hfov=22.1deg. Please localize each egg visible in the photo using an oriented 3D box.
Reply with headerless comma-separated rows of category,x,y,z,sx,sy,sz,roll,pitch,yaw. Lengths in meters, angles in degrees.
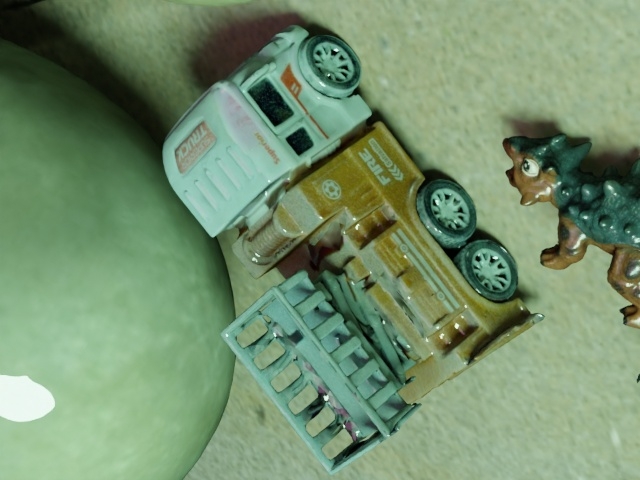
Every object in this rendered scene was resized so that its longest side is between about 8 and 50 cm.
egg,-0.200,0.021,0.825,0.352,0.258,0.258,29,133,24

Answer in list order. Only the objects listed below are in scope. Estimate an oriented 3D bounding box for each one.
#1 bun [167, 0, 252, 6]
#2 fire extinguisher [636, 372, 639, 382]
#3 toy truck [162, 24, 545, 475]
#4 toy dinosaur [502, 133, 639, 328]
bun,-0.032,-0.205,0.601,0.239,0.141,0.239,3,95,38
fire extinguisher,0.216,0.079,0.657,0.173,0.035,0.049,20,167,32
toy truck,-0.001,0.000,0.735,0.178,0.115,0.080,52,139,4
toy dinosaur,0.133,0.000,0.663,0.154,0.049,0.055,33,131,29
